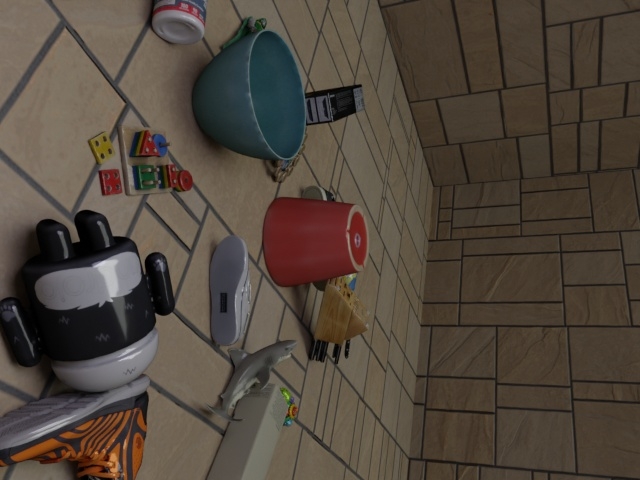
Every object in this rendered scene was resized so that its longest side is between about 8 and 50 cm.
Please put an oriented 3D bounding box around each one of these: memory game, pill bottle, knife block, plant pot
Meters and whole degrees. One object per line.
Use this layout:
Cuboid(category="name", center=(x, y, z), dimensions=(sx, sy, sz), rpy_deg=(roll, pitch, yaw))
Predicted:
Cuboid(category="memory game", center=(-0.085, -0.252, 1.686), dimensions=(0.186, 0.012, 0.186), rpy_deg=(-58, 168, -20))
Cuboid(category="pill bottle", center=(-0.291, -0.520, 1.215), dimensions=(0.108, 0.108, 0.180), rpy_deg=(30, 59, -64))
Cuboid(category="knife block", center=(0.020, 0.255, 1.806), dimensions=(0.276, 0.242, 0.088), rpy_deg=(53, 22, -21))
Cuboid(category="plant pot", center=(0.000, 0.000, 1.681), dimensions=(0.275, 0.243, 0.275), rpy_deg=(-2, 90, -68))
Cuboid(category="plant pot", center=(-0.180, -0.322, 1.343), dimensions=(0.290, 0.195, 0.290), rpy_deg=(-4, 90, -68))

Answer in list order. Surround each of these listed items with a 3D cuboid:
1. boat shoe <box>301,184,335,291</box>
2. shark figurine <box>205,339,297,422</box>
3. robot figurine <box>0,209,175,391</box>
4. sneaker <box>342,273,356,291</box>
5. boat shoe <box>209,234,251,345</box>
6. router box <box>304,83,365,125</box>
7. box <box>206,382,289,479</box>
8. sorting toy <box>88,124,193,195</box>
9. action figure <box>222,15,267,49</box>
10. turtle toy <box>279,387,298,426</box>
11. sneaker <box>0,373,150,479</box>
Cuboid(category="boat shoe", center=(0.017, -0.008, 1.879), dimensions=(0.113, 0.127, 0.340), rpy_deg=(-3, 80, -56))
Cuboid(category="shark figurine", center=(-0.196, 0.322, 1.392), dimensions=(0.116, 0.166, 0.278), rpy_deg=(55, 49, -10))
Cuboid(category="robot figurine", center=(-0.355, 0.096, 0.899), dimensions=(0.173, 0.209, 0.278), rpy_deg=(-76, 157, -74))
Cuboid(category="sneaker", center=(0.103, 0.113, 2.156), dimensions=(0.240, 0.091, 0.126), rpy_deg=(-55, 155, -57))
Cuboid(category="boat shoe", center=(-0.209, 0.117, 1.372), dimensions=(0.084, 0.095, 0.258), rpy_deg=(9, 90, -72))
Cuboid(category="router box", center=(-0.031, -0.381, 1.656), dimensions=(0.309, 0.242, 0.081), rpy_deg=(-43, 126, -63))
Cuboid(category="box", center=(-0.170, 0.487, 1.394), dimensions=(0.275, 0.094, 0.113), rpy_deg=(-68, 147, -46))
Cuboid(category="sorting toy", center=(-0.336, -0.159, 1.137), dimensions=(0.274, 0.046, 0.132), rpy_deg=(-18, 103, -67))
Cuboid(category="action figure", center=(-0.184, -0.531, 1.549), dimensions=(0.137, 0.063, 0.232), rpy_deg=(59, 31, -43))
Cuboid(category="turtle toy", center=(-0.102, 0.461, 1.598), dimensions=(0.095, 0.066, 0.130), rpy_deg=(-62, 142, -52))
Cuboid(category="sneaker", center=(-0.366, 0.327, 0.894), dimensions=(0.321, 0.124, 0.180), rpy_deg=(-2, 88, -68))
